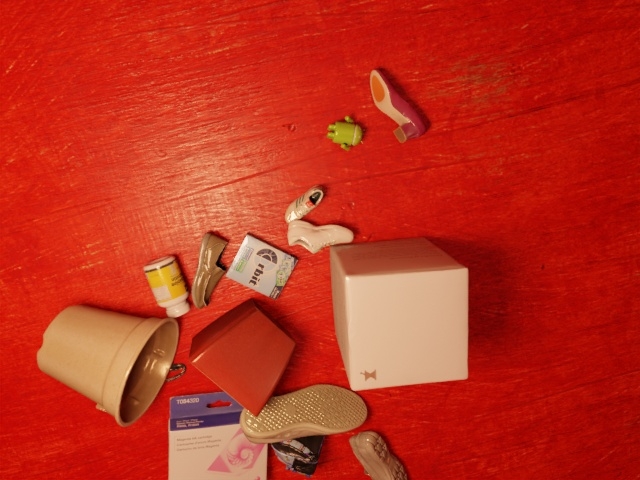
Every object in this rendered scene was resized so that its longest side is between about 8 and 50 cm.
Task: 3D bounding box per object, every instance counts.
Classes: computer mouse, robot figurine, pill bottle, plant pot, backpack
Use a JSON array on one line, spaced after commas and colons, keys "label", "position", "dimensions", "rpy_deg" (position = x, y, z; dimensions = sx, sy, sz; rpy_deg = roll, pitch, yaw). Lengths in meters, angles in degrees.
[{"label": "computer mouse", "position": [-0.576, 0.446, 1.583], "dimensions": [0.242, 0.041, 0.071], "rpy_deg": [-2, 81, -9]}, {"label": "robot figurine", "position": [0.079, -0.331, 1.454], "dimensions": [0.115, 0.067, 0.101], "rpy_deg": [8, 89, -6]}, {"label": "pill bottle", "position": [-0.480, 0.147, 1.490], "dimensions": [0.103, 0.103, 0.184], "rpy_deg": [-18, 103, -1]}, {"label": "plant pot", "position": [-0.650, 0.346, 1.427], "dimensions": [0.306, 0.334, 0.333], "rpy_deg": [18, 100, 5]}, {"label": "plant pot", "position": [-0.229, 0.336, 1.484], "dimensions": [0.267, 0.267, 0.235], "rpy_deg": [44, 83, -11]}, {"label": "backpack", "position": [-0.084, 0.708, 1.616], "dimensions": [0.174, 0.158, 0.116], "rpy_deg": [14, 119, 6]}]

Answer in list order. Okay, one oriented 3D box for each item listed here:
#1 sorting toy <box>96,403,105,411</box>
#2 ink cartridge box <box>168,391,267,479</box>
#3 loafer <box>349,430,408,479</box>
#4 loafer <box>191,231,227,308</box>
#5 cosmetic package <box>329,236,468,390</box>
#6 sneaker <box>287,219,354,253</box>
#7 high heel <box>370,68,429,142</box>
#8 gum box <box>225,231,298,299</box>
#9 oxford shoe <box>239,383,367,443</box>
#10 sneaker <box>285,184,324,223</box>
[{"label": "sorting toy", "position": [-0.715, 0.556, 1.603], "dimensions": [0.083, 0.012, 0.062], "rpy_deg": [23, 94, -5]}, {"label": "ink cartridge box", "position": [-0.339, 0.679, 1.574], "dimensions": [0.324, 0.071, 0.329], "rpy_deg": [0, 95, -19]}, {"label": "loafer", "position": [0.215, 0.813, 1.692], "dimensions": [0.112, 0.112, 0.319], "rpy_deg": [-20, 106, 36]}, {"label": "loafer", "position": [-0.348, 0.102, 1.496], "dimensions": [0.088, 0.094, 0.251], "rpy_deg": [11, 100, -2]}, {"label": "cosmetic package", "position": [0.213, 0.195, 1.407], "dimensions": [0.328, 0.393, 0.329], "rpy_deg": [-4, 103, -4]}, {"label": "sneaker", "position": [0.000, 0.000, 1.492], "dimensions": [0.212, 0.080, 0.094], "rpy_deg": [7, 61, -4]}, {"label": "high heel", "position": [0.247, -0.428, 1.456], "dimensions": [0.117, 0.082, 0.244], "rpy_deg": [-30, 90, -27]}, {"label": "gum box", "position": [-0.191, 0.085, 1.532], "dimensions": [0.185, 0.041, 0.156], "rpy_deg": [27, 98, -10]}, {"label": "oxford shoe", "position": [-0.057, 0.590, 1.584], "dimensions": [0.450, 0.169, 0.130], "rpy_deg": [0, 139, -23]}, {"label": "sneaker", "position": [-0.051, -0.112, 1.484], "dimensions": [0.161, 0.075, 0.057], "rpy_deg": [-41, 101, 4]}]
